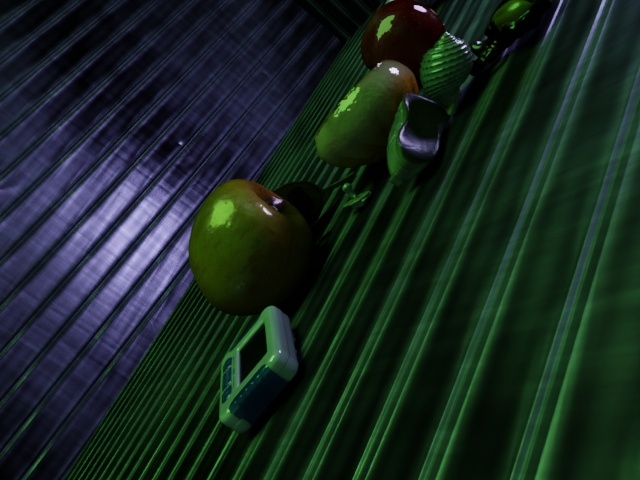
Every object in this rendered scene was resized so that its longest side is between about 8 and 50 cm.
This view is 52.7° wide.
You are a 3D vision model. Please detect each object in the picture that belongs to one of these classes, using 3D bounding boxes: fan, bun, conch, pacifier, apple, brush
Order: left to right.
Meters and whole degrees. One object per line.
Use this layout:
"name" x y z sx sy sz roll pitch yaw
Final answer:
"apple" -0.168 0.022 1.503 0.275 0.299 0.299 -52 13 20
"fan" -0.048 -0.092 1.710 0.335 0.011 0.230 -30 -33 -8
"brush" 0.000 0.000 1.603 0.083 0.008 0.024 -45 13 33
"pacifier" 0.079 -0.108 1.495 0.068 0.064 0.083 -39 9 -18
"bun" 0.126 -0.278 1.548 0.299 0.165 0.299 -46 -2 -2
"apple" 0.222 -0.533 1.743 0.201 0.218 0.218 -63 14 -3
"conch" 0.254 -0.350 1.336 0.135 0.102 0.153 -67 -6 -62

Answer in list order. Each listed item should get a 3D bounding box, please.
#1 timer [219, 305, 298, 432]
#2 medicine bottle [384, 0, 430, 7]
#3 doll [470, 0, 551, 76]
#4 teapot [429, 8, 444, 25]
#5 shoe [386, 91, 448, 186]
"timer" -0.116 0.244 1.245 0.178 0.078 0.253 -49 15 8
"medicine bottle" 0.329 -0.884 2.391 0.152 0.152 0.255 -38 22 48
"doll" 0.366 -0.422 1.262 0.248 0.088 0.127 141 133 -65
"teapot" 0.304 -0.668 2.080 0.159 0.116 0.245 -65 8 -3
"shoe" 0.189 -0.215 1.327 0.098 0.103 0.275 -60 4 41
